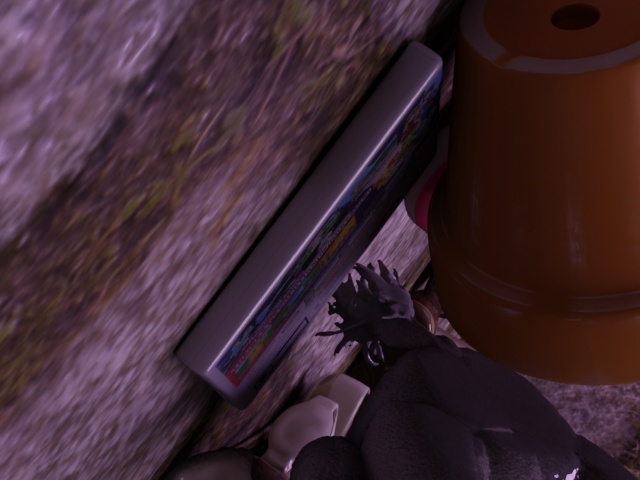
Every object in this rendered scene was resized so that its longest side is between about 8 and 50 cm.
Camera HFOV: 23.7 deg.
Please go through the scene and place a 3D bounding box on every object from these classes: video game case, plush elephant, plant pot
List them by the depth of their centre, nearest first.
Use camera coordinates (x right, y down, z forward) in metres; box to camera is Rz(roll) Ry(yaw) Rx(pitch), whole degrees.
[{"bbox_3d":[0.000,0.000,0.843,0.201,0.023,0.183,-53,170,-8],"label":"video game case"},{"bbox_3d":[0.154,-0.055,0.865,0.205,0.205,0.188,-48,140,-35],"label":"plant pot"},{"bbox_3d":[0.041,0.203,0.954,0.272,0.330,0.255,11,119,-41],"label":"plush elephant"}]

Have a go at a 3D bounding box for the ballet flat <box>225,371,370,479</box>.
[{"bbox_3d":[0.001,0.163,1.182,0.316,0.108,0.106,-30,140,-70],"label":"ballet flat"}]

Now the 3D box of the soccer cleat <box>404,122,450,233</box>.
[{"bbox_3d":[0.167,-0.091,1.119,0.331,0.143,0.116,-18,143,-35],"label":"soccer cleat"}]

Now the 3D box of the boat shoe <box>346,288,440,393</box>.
[{"bbox_3d":[0.071,0.119,1.462,0.060,0.064,0.178,-39,159,-53],"label":"boat shoe"}]

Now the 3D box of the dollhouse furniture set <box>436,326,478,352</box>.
[{"bbox_3d":[0.127,0.213,1.654,0.161,0.212,0.242,-55,-163,11],"label":"dollhouse furniture set"}]

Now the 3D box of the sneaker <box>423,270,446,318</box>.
[{"bbox_3d":[0.199,0.006,1.582,0.267,0.106,0.101,-44,167,-44],"label":"sneaker"}]
